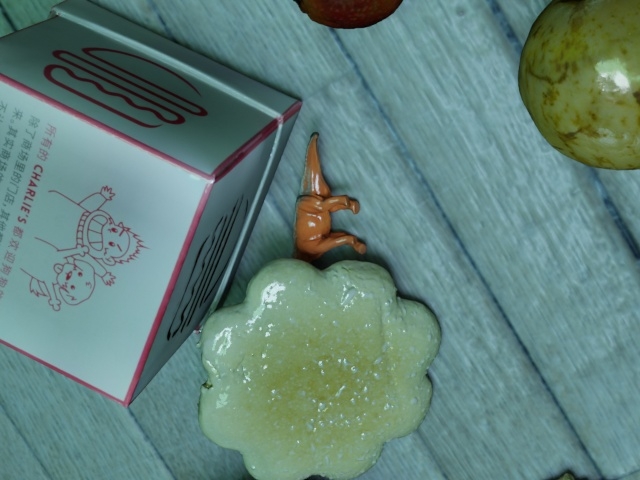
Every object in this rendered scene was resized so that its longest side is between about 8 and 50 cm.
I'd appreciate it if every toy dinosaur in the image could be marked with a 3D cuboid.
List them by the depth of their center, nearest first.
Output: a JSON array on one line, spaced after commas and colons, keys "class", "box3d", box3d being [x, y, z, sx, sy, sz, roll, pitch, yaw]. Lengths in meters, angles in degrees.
[{"class": "toy dinosaur", "box3d": [0.003, -0.002, 1.577, 0.101, 0.055, 0.280, 7, 113, 24]}]

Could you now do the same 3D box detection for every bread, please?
[{"class": "bread", "box3d": [-0.001, 0.163, 1.569, 0.316, 0.054, 0.316, -5, 112, -13]}]

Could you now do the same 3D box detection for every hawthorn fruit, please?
[{"class": "hawthorn fruit", "box3d": [0.026, -0.315, 1.404, 0.173, 0.173, 0.179, 18, 88, 9]}]

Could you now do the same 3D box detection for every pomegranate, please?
[{"class": "pomegranate", "box3d": [0.313, -0.168, 1.334, 0.215, 0.215, 0.215, 5, 111, 14]}]

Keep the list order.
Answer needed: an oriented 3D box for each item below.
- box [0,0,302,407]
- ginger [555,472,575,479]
[{"class": "box", "box3d": [-0.245, -0.052, 1.491, 0.312, 0.300, 0.314, 26, 115, 6]}, {"class": "ginger", "box3d": [0.352, 0.342, 1.598, 0.176, 0.052, 0.193, 45, 110, -6]}]
